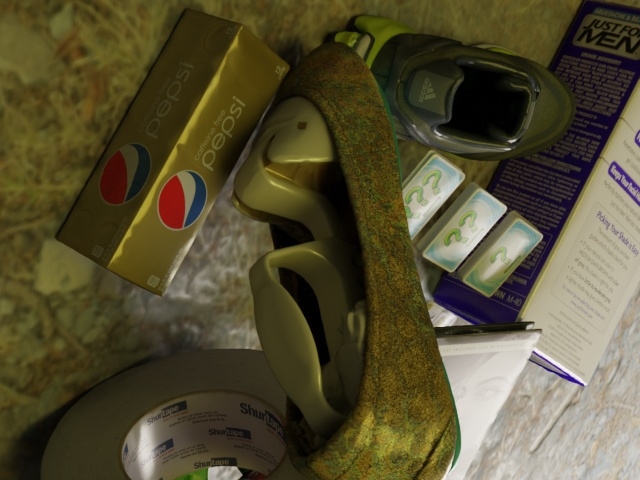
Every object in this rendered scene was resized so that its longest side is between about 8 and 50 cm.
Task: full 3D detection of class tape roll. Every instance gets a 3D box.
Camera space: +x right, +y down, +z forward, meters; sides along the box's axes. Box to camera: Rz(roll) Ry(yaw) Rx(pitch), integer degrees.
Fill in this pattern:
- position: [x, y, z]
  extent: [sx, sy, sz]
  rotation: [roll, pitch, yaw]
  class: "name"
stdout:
- position: [-0.075, 0.164, 0.765]
  extent: [0.219, 0.219, 0.072]
  rotation: [-29, 127, -36]
  class: "tape roll"

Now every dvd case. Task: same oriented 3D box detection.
- position: [0.094, 0.165, 1.027]
  extent: [0.164, 0.018, 0.221]
  rotation: [0, 127, -30]
  class: "dvd case"

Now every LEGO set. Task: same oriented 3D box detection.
- position: [0.075, 0.060, 0.965]
  extent: [0.244, 0.060, 0.182]
  rotation: [-49, 136, 10]
  class: "LEGO set"

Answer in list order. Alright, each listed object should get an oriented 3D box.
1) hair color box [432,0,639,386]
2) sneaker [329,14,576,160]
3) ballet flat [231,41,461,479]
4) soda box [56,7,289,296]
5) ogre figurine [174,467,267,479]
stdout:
- position: [0.266, -0.045, 1.128]
  extent: [0.185, 0.110, 0.339]
  rotation: [32, 85, -48]
  class: "hair color box"
- position: [0.136, -0.109, 0.938]
  extent: [0.300, 0.121, 0.111]
  rotation: [-2, 110, -48]
  class: "sneaker"
- position: [0.000, 0.000, 0.732]
  extent: [0.123, 0.349, 0.123]
  rotation: [-9, 151, -5]
  class: "ballet flat"
- position: [-0.097, -0.060, 0.751]
  extent: [0.058, 0.061, 0.181]
  rotation: [34, 83, -49]
  class: "soda box"
- position: [-0.063, 0.211, 0.876]
  extent: [0.197, 0.097, 0.118]
  rotation: [-28, 90, -47]
  class: "ogre figurine"
